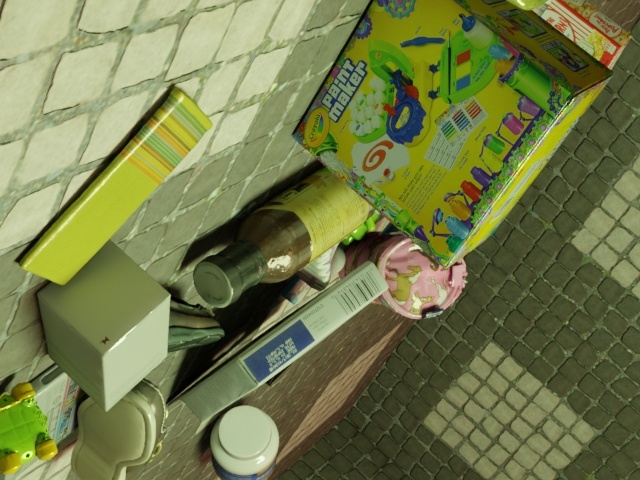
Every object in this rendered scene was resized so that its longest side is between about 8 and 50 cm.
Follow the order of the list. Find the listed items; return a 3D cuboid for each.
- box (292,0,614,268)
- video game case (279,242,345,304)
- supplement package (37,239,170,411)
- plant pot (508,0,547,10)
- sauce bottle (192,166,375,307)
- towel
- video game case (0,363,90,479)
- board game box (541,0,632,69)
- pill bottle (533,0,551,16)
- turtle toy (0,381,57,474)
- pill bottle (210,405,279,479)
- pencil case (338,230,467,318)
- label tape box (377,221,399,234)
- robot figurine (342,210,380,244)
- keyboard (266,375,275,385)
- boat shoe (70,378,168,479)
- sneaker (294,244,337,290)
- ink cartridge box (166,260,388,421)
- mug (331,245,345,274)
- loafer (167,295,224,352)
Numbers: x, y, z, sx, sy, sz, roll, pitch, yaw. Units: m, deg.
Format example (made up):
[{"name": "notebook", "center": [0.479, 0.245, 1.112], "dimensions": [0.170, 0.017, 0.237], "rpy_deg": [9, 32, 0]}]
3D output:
[{"name": "box", "center": [0.168, -0.176, 1.431], "dimensions": [0.177, 0.279, 0.290], "rpy_deg": [-30, 158, -55]}, {"name": "video game case", "center": [-0.009, 0.050, 2.091], "dimensions": [0.166, 0.015, 0.119], "rpy_deg": [-48, 168, -2]}, {"name": "supplement package", "center": [-0.243, 0.099, 1.244], "dimensions": [0.105, 0.105, 0.179], "rpy_deg": [-42, 166, -26]}, {"name": "plant pot", "center": [0.127, -0.333, 0.895], "dimensions": [0.276, 0.254, 0.276], "rpy_deg": [-46, 168, -13]}, {"name": "sauce bottle", "center": [-0.047, -0.010, 1.573], "dimensions": [0.344, 0.111, 0.111], "rpy_deg": [-35, 161, -48]}, {"name": "towel", "center": [-0.208, -0.054, 1.119], "dimensions": [0.237, 0.021, 0.102], "rpy_deg": [-48, 162, -2]}, {"name": "video game case", "center": [-0.340, 0.212, 1.436], "dimensions": [0.193, 0.023, 0.212], "rpy_deg": [-39, 163, -38]}, {"name": "board game box", "center": [0.459, -0.379, 2.008], "dimensions": [0.045, 0.193, 0.147], "rpy_deg": [-43, 165, -24]}, {"name": "pill bottle", "center": [0.333, -0.391, 1.810], "dimensions": [0.137, 0.078, 0.078], "rpy_deg": [-53, 167, 21]}, {"name": "turtle toy", "center": [-0.369, 0.223, 1.248], "dimensions": [0.130, 0.095, 0.066], "rpy_deg": [-16, 170, -46]}, {"name": "pill bottle", "center": [-0.168, 0.454, 2.424], "dimensions": [0.152, 0.152, 0.272], "rpy_deg": [-45, 167, -19]}, {"name": "pencil case", "center": [0.146, 0.058, 2.072], "dimensions": [0.160, 0.167, 0.386], "rpy_deg": [-39, -172, -8]}, {"name": "label tape box", "center": [0.220, -0.162, 2.033], "dimensions": [0.347, 0.115, 0.249], "rpy_deg": [-22, 150, -55]}, {"name": "robot figurine", "center": [0.067, -0.047, 1.945], "dimensions": [0.115, 0.067, 0.101], "rpy_deg": [-49, -165, -1]}, {"name": "keyboard", "center": [-0.012, 0.200, 2.486], "dimensions": [0.317, 0.033, 0.201], "rpy_deg": [-44, 173, -24]}, {"name": "boat shoe", "center": [-0.267, 0.260, 1.514], "dimensions": [0.097, 0.116, 0.324], "rpy_deg": [-46, 171, -36]}, {"name": "sneaker", "center": [0.000, 0.000, 1.821], "dimensions": [0.104, 0.095, 0.236], "rpy_deg": [-52, 168, -23]}, {"name": "ink cartridge box", "center": [-0.078, 0.187, 1.900], "dimensions": [0.324, 0.071, 0.330], "rpy_deg": [-35, 177, -35]}, {"name": "mug", "center": [0.005, 0.032, 1.992], "dimensions": [0.078, 0.062, 0.064], "rpy_deg": [-54, 160, -8]}, {"name": "loafer", "center": [-0.196, 0.104, 1.476], "dimensions": [0.096, 0.084, 0.267], "rpy_deg": [-16, 173, 8]}]
